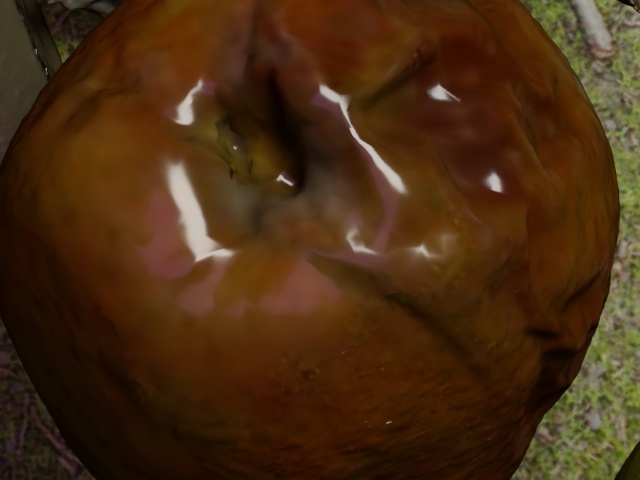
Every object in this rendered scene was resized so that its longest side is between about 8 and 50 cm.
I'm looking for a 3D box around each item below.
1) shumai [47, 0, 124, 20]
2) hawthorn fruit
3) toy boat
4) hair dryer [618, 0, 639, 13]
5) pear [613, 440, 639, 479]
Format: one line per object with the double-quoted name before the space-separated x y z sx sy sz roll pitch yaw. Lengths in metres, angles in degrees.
"shumai" -0.142 -0.244 1.206 0.120 0.201 0.201 -22 83 44
"hawthorn fruit" 0.000 0.000 1.023 0.472 0.472 0.471 0 86 4
"toy boat" -0.266 -0.115 1.230 0.116 0.061 0.188 -21 85 2
"hair dryer" 0.158 -0.236 1.050 0.203 0.362 0.128 7 114 -28
"pear" 0.353 0.250 0.991 0.352 0.413 0.351 0 90 2
